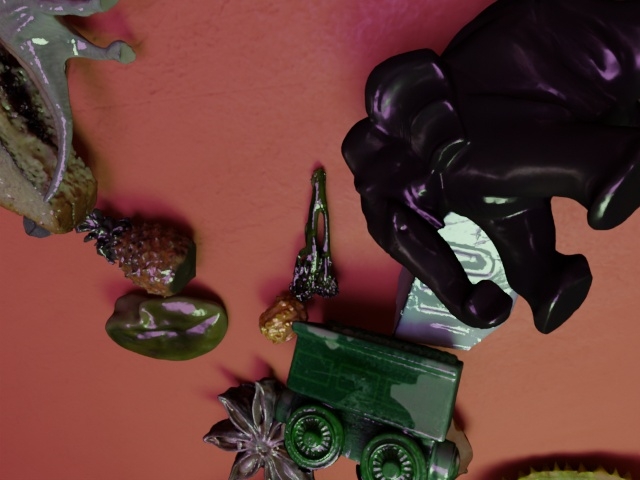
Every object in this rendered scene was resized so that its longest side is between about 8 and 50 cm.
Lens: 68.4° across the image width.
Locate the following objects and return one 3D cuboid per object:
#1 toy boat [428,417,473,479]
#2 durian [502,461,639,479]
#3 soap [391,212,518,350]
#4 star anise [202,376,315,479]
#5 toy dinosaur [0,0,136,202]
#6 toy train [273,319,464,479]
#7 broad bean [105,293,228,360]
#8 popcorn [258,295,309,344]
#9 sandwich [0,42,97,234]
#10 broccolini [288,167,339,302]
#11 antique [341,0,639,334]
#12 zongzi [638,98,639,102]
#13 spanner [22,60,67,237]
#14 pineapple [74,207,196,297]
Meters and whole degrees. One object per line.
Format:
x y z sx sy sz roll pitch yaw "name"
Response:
0.147 0.281 0.765 0.293 0.108 0.099 48 152 -9 "toy boat"
0.418 0.468 0.759 0.351 0.169 0.158 -16 116 24 "durian"
0.180 0.043 0.614 0.145 0.091 0.231 11 121 8 "soap"
-0.090 0.353 0.865 0.223 0.109 0.236 24 110 6 "star anise"
-0.317 -0.242 0.557 0.205 0.092 0.393 13 115 9 "toy dinosaur"
0.067 0.231 0.660 0.266 0.145 0.202 11 83 21 "toy train"
-0.260 0.148 0.805 0.206 0.072 0.153 2 133 12 "broad bean"
-0.058 0.121 0.734 0.082 0.083 0.057 -46 109 -1 "popcorn"
-0.430 -0.171 0.618 0.288 0.099 0.254 28 120 6 "sandwich"
-0.002 -0.006 0.671 0.074 0.058 0.201 5 107 -4 "broccolini"
0.179 -0.092 0.430 0.322 0.255 0.185 -46 143 -2 "antique"
0.390 -0.183 0.437 0.178 0.081 0.189 1 127 2 "zongzi"
-0.417 -0.127 0.707 0.093 0.026 0.325 30 122 -1 "spanner"
-0.285 0.009 0.713 0.197 0.108 0.108 25 124 7 "pineapple"
